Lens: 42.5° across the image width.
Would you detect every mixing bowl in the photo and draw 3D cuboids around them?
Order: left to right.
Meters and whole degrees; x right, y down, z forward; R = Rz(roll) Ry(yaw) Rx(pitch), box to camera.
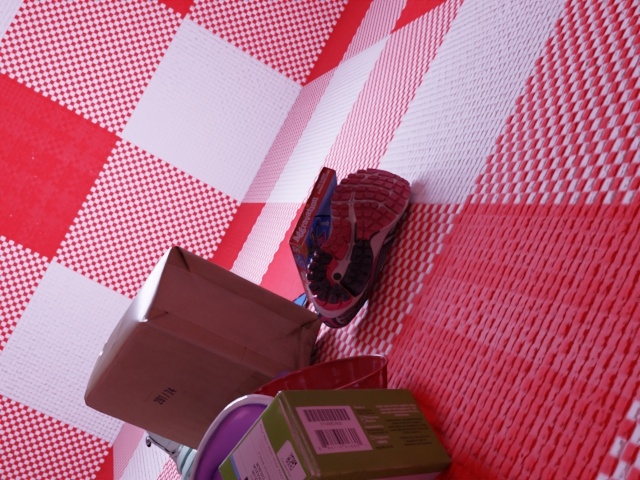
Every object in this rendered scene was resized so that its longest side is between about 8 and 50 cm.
[{"bbox_3d":[0.009,0.216,1.022,0.181,0.181,0.098,169,85,-72],"label":"mixing bowl"}]

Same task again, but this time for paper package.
[{"bbox_3d":[-0.204,0.210,1.427,0.325,0.309,0.168,-50,21,42],"label":"paper package"}]

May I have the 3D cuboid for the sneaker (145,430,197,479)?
[{"bbox_3d":[-0.277,0.420,1.612,0.094,0.151,0.256,-60,15,-1],"label":"sneaker"}]

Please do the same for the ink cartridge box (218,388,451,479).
[{"bbox_3d":[-0.018,0.272,0.861,0.255,0.189,0.097,-53,48,29],"label":"ink cartridge box"}]

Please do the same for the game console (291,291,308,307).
[{"bbox_3d":[-0.092,0.149,1.626,0.144,0.124,0.085,-41,51,56],"label":"game console"}]

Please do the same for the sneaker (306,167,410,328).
[{"bbox_3d":[0.056,0.002,1.330,0.112,0.121,0.299,86,-152,-54],"label":"sneaker"}]

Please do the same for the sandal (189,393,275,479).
[{"bbox_3d":[-0.102,0.378,0.962,0.102,0.169,0.416,-60,-11,-71],"label":"sandal"}]

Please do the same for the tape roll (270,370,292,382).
[{"bbox_3d":[-0.055,0.294,1.213,0.189,0.080,0.189,-56,14,22],"label":"tape roll"}]

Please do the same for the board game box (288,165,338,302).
[{"bbox_3d":[0.000,0.000,1.426,0.281,0.027,0.145,77,-147,-66],"label":"board game box"}]
